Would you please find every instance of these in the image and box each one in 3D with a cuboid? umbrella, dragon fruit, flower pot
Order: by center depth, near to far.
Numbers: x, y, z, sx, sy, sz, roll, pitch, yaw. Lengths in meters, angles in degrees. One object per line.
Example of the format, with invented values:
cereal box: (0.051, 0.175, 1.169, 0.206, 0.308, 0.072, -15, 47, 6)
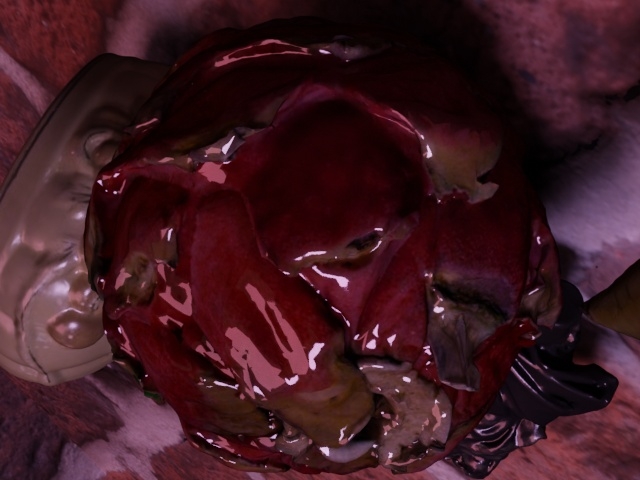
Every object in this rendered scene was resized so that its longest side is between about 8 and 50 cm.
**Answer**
dragon fruit: (-0.003, 0.000, 0.843, 0.329, 0.329, 0.329, 34, 153, 20)
umbrella: (0.156, 0.107, 1.004, 0.272, 0.110, 0.122, 108, 148, -61)
flower pot: (-0.141, 0.008, 1.099, 0.244, 0.307, 0.307, 26, 153, 0)

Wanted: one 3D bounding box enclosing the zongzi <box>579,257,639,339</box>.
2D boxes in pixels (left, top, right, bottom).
zongzi: (0.213, 0.029, 0.424, 0.360, 0.323, 0.160, -24, 102, 33)
